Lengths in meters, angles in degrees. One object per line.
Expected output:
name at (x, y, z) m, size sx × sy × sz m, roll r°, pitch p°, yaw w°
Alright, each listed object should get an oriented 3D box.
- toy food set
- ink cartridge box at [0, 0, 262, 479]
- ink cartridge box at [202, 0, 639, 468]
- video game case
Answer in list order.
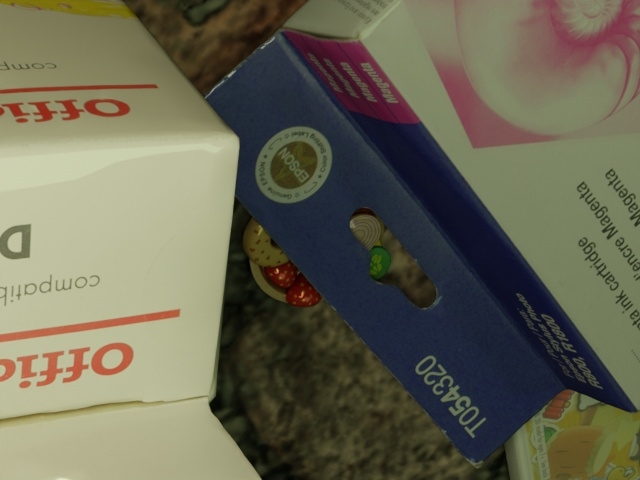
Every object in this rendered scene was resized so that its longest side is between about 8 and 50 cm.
toy food set at (0.000, 0.000, 1.020) m, size 0.083 × 0.020 × 0.083 m, roll -29°, pitch 128°, yaw -9°
ink cartridge box at (-0.163, -0.027, 0.700) m, size 0.207 × 0.353 × 0.119 m, roll -7°, pitch 123°, yaw -25°
ink cartridge box at (0.142, -0.058, 1.007) m, size 0.330 × 0.071 × 0.324 m, roll -43°, pitch 126°, yaw -3°
video game case at (0.208, 0.086, 1.183) m, size 0.206 × 0.026 × 0.227 m, roll -23°, pitch 128°, yaw -14°
